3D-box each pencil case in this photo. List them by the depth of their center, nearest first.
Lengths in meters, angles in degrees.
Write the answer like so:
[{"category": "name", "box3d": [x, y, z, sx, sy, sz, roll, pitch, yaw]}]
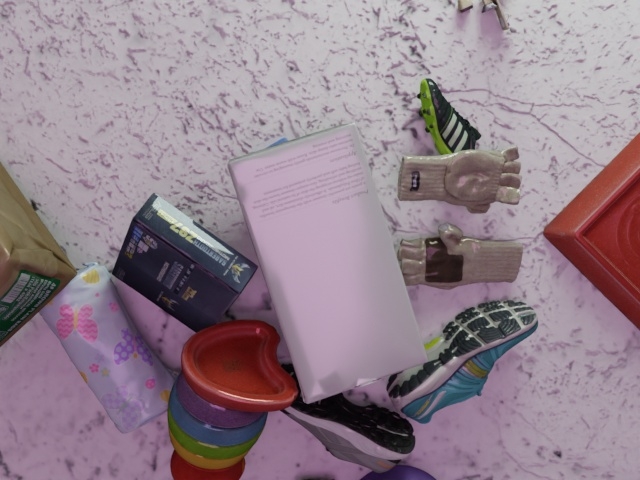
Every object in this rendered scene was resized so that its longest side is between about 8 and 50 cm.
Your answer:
[{"category": "pencil case", "box3d": [-0.334, 0.171, 1.238, 0.124, 0.113, 0.273, -33, 97, -5]}]

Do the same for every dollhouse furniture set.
[{"category": "dollhouse furniture set", "box3d": [0.271, -0.346, 1.169, 0.091, 0.114, 0.081, -24, 102, 1]}]

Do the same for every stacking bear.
[{"category": "stacking bear", "box3d": [-0.161, 0.287, 1.209, 0.164, 0.175, 0.289, 2, 126, -23]}]

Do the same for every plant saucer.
[{"category": "plant saucer", "box3d": [0.541, -0.015, 1.250, 0.258, 0.048, 0.259, 43, 95, -6]}]

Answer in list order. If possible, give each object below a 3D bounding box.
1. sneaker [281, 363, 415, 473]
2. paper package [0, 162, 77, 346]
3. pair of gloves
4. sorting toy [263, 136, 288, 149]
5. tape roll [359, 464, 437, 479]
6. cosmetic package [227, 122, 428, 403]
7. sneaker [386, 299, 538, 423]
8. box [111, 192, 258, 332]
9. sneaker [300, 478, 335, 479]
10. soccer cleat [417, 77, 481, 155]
[{"category": "sneaker", "box3d": [0.014, 0.299, 1.268, 0.271, 0.100, 0.108, 29, 126, 3]}, {"category": "paper package", "box3d": [-0.585, 0.039, 1.144, 0.325, 0.168, 0.309, -42, 73, 5]}, {"category": "pair of gloves", "box3d": [0.220, -0.031, 1.229, 0.204, 0.042, 0.240, -6, 114, -5]}, {"category": "sorting toy", "box3d": [0.000, 0.000, 1.248, 0.196, 0.047, 0.347, -15, 98, 2]}, {"category": "tape roll", "box3d": [0.133, 0.481, 1.301, 0.189, 0.080, 0.189, 0, 99, 0]}, {"category": "cosmetic package", "box3d": [0.008, 0.028, 1.152, 0.197, 0.155, 0.365, -17, 99, -2]}, {"category": "sneaker", "box3d": [0.237, 0.197, 1.267, 0.275, 0.107, 0.110, -36, 116, 9]}, {"category": "box", "box3d": [-0.211, 0.046, 1.170, 0.183, 0.233, 0.059, 35, 60, -6]}, {"category": "sneaker", "box3d": [-0.022, 0.485, 1.315, 0.077, 0.072, 0.178, 10, 90, 10]}, {"category": "soccer cleat", "box3d": [0.207, -0.177, 1.223, 0.072, 0.060, 0.179, -25, 104, -6]}]
